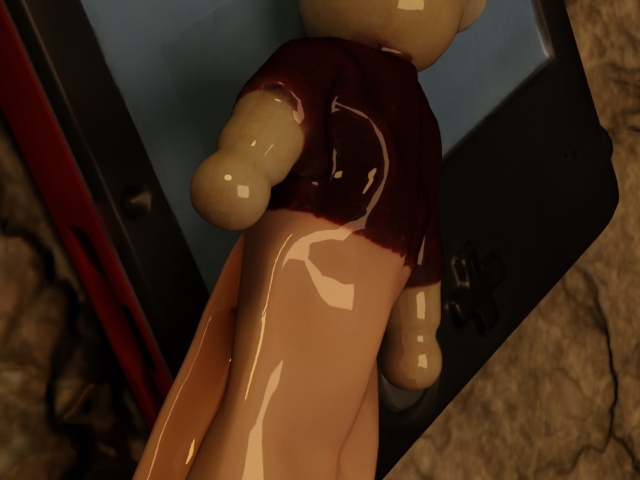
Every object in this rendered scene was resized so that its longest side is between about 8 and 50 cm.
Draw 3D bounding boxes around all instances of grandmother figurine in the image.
[{"bbox_3d":[0.000,0.000,0.660,0.208,0.104,0.342,58,44,-68],"label":"grandmother figurine"}]

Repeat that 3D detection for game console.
[{"bbox_3d":[0.004,-0.096,0.756,0.342,0.060,0.387,-40,120,-36],"label":"game console"}]
